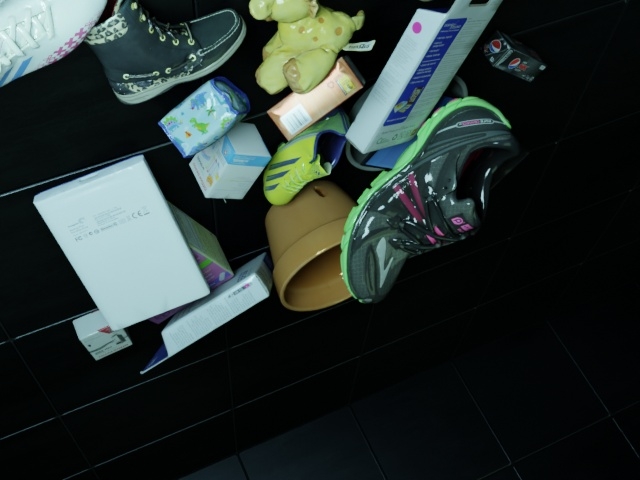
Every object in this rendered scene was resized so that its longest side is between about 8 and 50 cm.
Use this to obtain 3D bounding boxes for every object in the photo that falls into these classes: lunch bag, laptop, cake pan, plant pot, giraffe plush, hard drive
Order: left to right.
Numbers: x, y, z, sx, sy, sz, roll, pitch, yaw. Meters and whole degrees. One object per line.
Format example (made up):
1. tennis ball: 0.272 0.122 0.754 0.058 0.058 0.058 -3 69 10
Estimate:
1. hard drive: -0.368 0.012 1.516 0.210 0.040 0.318 -21 124 -1
2. lunch bag: -0.196 -0.219 1.407 0.129 0.096 0.151 -35 -179 13
3. giraffe plush: -0.041 -0.351 1.265 0.210 0.181 0.170 -10 139 35
4. plant pot: 0.000 0.000 1.840 0.291 0.203 0.291 -23 153 -13
5. cake pan: 0.175 -0.265 1.712 0.293 0.054 0.293 -22 152 -12
6. laptop: 0.271 -0.179 1.737 0.234 0.264 0.136 -47 -176 32

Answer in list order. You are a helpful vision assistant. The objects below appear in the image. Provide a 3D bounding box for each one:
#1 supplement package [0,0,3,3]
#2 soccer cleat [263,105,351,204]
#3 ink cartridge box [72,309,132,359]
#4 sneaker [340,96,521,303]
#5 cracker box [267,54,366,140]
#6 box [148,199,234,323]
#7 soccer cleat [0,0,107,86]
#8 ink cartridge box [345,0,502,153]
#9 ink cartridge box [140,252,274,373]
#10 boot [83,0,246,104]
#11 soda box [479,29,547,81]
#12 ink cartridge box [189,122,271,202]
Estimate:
1. supplement package: -0.458 -0.347 0.928 0.105 0.105 0.179 -37 152 15
2. soccer cleat: -0.031 -0.157 1.630 0.093 0.121 0.289 -3 143 -39
3. ink cartridge box: -0.514 0.220 1.895 0.099 0.056 0.135 -24 152 -10
4. sneaker: 0.213 -0.061 1.599 0.185 0.202 0.482 18 111 -49
5. cracker box: 0.000 -0.257 1.419 0.156 0.067 0.232 -35 -171 12
6. box: -0.341 0.051 1.703 0.214 0.117 0.243 -32 152 7
7. soccer cleat: -0.423 -0.254 1.051 0.331 0.143 0.116 -31 115 6
8. ink cartridge box: 0.195 -0.326 1.469 0.176 0.069 0.371 -21 153 -48
9. ink cartridge box: -0.259 0.154 1.839 0.330 0.071 0.324 -30 -173 3
10. boot: -0.240 -0.318 1.205 0.236 0.085 0.178 -28 150 1
11. soda box: 0.415 -0.393 1.710 0.169 0.060 0.053 6 139 -49
12. ink cartridge box: -0.179 -0.147 1.541 0.090 0.092 0.143 0 141 -42
